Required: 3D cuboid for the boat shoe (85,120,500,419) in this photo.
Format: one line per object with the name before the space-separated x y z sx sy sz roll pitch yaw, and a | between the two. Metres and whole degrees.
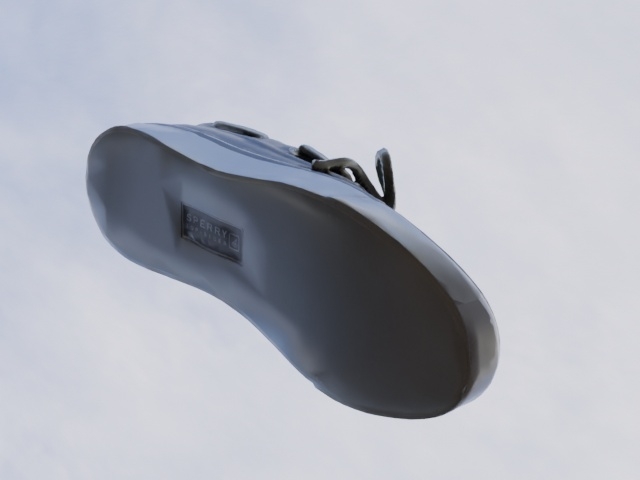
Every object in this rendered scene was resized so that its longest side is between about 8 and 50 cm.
boat shoe | 0.000 0.004 1.057 0.105 0.306 0.113 -15 -65 -39
